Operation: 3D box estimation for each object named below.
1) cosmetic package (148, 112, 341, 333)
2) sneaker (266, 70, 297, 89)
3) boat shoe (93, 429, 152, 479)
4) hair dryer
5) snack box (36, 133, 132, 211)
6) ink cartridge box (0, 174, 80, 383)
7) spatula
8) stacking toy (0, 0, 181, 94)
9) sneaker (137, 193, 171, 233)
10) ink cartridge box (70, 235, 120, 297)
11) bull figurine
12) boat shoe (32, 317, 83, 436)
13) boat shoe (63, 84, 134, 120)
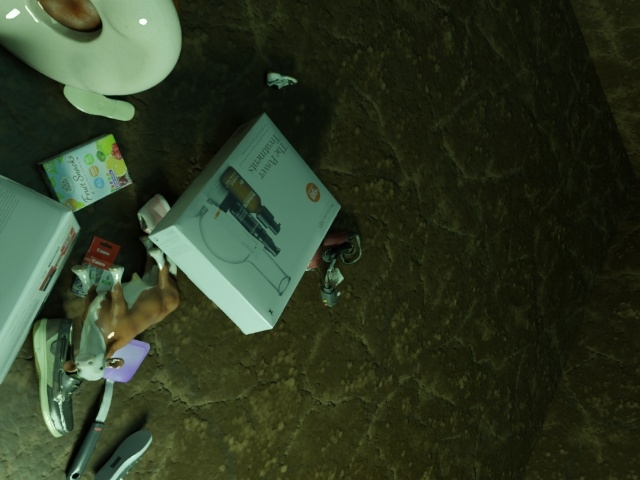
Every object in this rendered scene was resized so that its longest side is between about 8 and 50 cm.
[{"bbox_3d":[-0.135,-0.043,1.292,0.284,0.097,0.377,50,46,-24],"label":"cosmetic package"},{"bbox_3d":[-0.092,-0.366,1.436,0.083,0.032,0.037,1,110,-40],"label":"sneaker"},{"bbox_3d":[-0.398,0.449,1.268,0.142,0.049,0.040,-45,144,-28],"label":"boat shoe"},{"bbox_3d":[0.000,0.000,1.578,0.224,0.080,0.294,-62,140,-39],"label":"hair dryer"},{"bbox_3d":[-0.428,-0.122,1.138,0.141,0.037,0.100,-35,119,-35],"label":"snack box"},{"bbox_3d":[-0.516,0.078,0.990,0.130,0.272,0.310,26,76,-12],"label":"ink cartridge box"},{"bbox_3d":[-0.429,0.332,1.222,0.084,0.030,0.297,30,77,-42],"label":"spatula"},{"bbox_3d":[-0.337,-0.518,1.029,0.350,0.350,0.480,43,50,-40],"label":"stacking toy"},{"bbox_3d":[-0.320,-0.021,1.256,0.070,0.051,0.134,-43,121,-29],"label":"sneaker"},{"bbox_3d":[-0.421,0.056,1.183,0.062,0.029,0.115,29,77,-44],"label":"ink cartridge box"},{"bbox_3d":[-0.365,0.119,1.150,0.310,0.101,0.189,-44,138,-63],"label":"bull figurine"},{"bbox_3d":[-0.466,0.247,1.125,0.073,0.080,0.224,-7,100,-7],"label":"boat shoe"},{"bbox_3d":[-0.407,-0.256,1.135,0.133,0.042,0.049,14,108,-45],"label":"boat shoe"}]
